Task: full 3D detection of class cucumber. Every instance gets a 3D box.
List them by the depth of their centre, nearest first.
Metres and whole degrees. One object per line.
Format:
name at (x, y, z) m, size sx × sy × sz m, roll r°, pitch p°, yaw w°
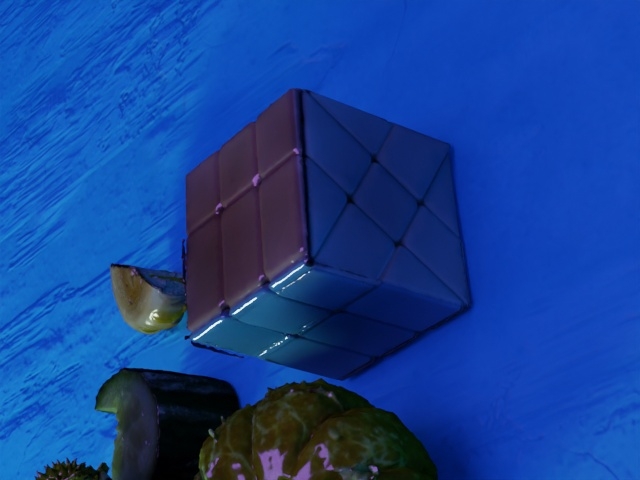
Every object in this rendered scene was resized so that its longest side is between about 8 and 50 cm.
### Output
cucumber at (-0.192, 0.251, 2.040) m, size 0.191 × 0.130 × 0.191 m, roll -18°, pitch 69°, yaw 54°

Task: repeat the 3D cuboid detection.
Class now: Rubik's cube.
Rubik's cube at (0.000, 0.000, 1.791) m, size 0.224 × 0.231 × 0.221 m, roll -35°, pitch 49°, yaw 43°

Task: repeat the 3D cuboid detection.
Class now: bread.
bread at (-0.229, 0.080, 2.188) m, size 0.157 × 0.083 × 0.094 m, roll -3°, pitch 76°, yaw 55°

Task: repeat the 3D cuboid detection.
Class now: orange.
orange at (-0.002, 0.305, 1.663) m, size 0.300 × 0.223 × 0.301 m, roll 28°, pitch 93°, yaw 36°

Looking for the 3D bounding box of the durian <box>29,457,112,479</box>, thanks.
durian at (-0.297, 0.351, 1.936) m, size 0.159 × 0.198 × 0.146 m, roll -32°, pitch 33°, yaw -11°
